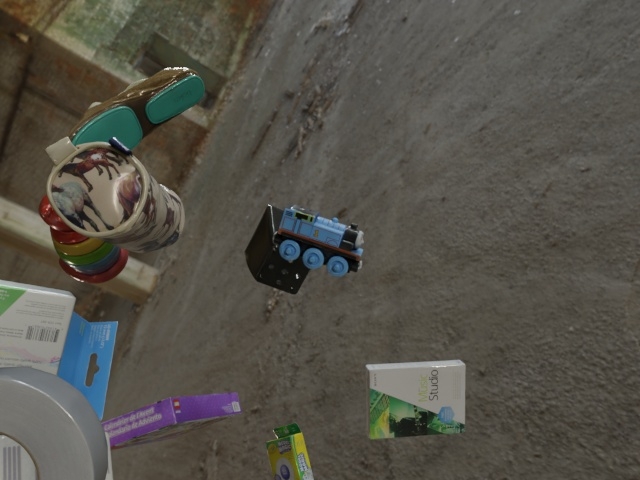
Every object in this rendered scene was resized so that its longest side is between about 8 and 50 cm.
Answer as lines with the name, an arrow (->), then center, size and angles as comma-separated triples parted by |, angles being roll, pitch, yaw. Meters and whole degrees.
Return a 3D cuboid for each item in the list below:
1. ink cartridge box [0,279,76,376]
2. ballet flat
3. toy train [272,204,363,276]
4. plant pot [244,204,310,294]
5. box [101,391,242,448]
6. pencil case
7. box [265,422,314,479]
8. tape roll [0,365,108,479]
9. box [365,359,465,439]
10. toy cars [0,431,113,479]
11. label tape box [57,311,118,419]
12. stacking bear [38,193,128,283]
ink cartridge box -> -0.502, 0.176, 0.877 | 0.093, 0.154, 0.212 | 4, 81, 58
ballet flat -> -0.404, -0.274, 1.150 | 0.124, 0.116, 0.342 | 29, 58, 31
toy train -> 0.000, 0.000, 1.062 | 0.080, 0.184, 0.105 | -49, -23, -73
plant pot -> -0.104, 0.043, 1.558 | 0.188, 0.188, 0.167 | -60, 17, 27
box -> -0.332, 0.402, 1.225 | 0.201, 0.293, 0.057 | -23, 71, 12
pencil case -> -0.377, -0.074, 1.068 | 0.160, 0.183, 0.410 | -27, -3, -7
box -> -0.070, 0.521, 1.264 | 0.105, 0.043, 0.179 | -33, 65, 42
tape roll -> -0.346, 0.248, 0.580 | 0.219, 0.219, 0.072 | -64, 7, -7
box -> 0.307, 0.513, 1.768 | 0.058, 0.322, 0.232 | -142, 50, -83
toy cars -> -0.293, 0.378, 0.779 | 0.087, 0.393, 0.176 | -31, 19, 25
label tape box -> -0.641, 0.257, 1.177 | 0.115, 0.348, 0.249 | 103, 165, -52
stacking bear -> -0.600, -0.026, 1.363 | 0.175, 0.164, 0.289 | -42, -24, -22
